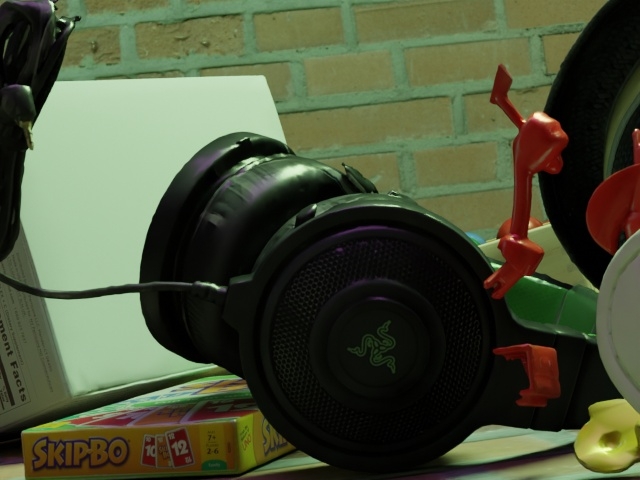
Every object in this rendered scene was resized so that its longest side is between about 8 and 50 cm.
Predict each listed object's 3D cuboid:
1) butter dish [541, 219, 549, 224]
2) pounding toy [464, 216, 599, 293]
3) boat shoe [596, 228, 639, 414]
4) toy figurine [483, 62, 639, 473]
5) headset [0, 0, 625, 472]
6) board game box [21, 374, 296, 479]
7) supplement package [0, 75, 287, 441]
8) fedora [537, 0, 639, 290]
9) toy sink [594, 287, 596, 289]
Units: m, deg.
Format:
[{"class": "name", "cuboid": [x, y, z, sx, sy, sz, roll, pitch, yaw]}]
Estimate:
[{"class": "butter dish", "cuboid": [0.256, 0.011, 1.884, 0.160, 0.118, 0.160, -7, 0, 15]}, {"class": "pounding toy", "cuboid": [0.169, 0.024, 1.442, 0.181, 0.094, 0.206, -17, -1, 9]}, {"class": "boat shoe", "cuboid": [0.249, 0.040, 0.683, 0.319, 0.116, 0.099, 0, -5, 44]}, {"class": "toy figurine", "cuboid": [0.274, -0.008, 0.855, 0.363, 0.191, 0.217, -13, -10, 21]}, {"class": "headset", "cuboid": [0.000, 0.000, 0.952, 0.394, 0.185, 0.243, 9, 10, -31]}, {"class": "board game box", "cuboid": [-0.054, 0.102, 1.077, 0.124, 0.039, 0.259, -5, -1, 20]}, {"class": "supplement package", "cuboid": [-0.142, 0.009, 1.256, 0.145, 0.204, 0.262, -24, -11, 39]}, {"class": "fedora", "cuboid": [0.274, -0.020, 1.035, 0.334, 0.334, 0.152, -6, 34, 19]}, {"class": "toy sink", "cuboid": [0.348, -0.013, 1.694, 0.234, 0.152, 0.131, -6, 0, -28]}]
